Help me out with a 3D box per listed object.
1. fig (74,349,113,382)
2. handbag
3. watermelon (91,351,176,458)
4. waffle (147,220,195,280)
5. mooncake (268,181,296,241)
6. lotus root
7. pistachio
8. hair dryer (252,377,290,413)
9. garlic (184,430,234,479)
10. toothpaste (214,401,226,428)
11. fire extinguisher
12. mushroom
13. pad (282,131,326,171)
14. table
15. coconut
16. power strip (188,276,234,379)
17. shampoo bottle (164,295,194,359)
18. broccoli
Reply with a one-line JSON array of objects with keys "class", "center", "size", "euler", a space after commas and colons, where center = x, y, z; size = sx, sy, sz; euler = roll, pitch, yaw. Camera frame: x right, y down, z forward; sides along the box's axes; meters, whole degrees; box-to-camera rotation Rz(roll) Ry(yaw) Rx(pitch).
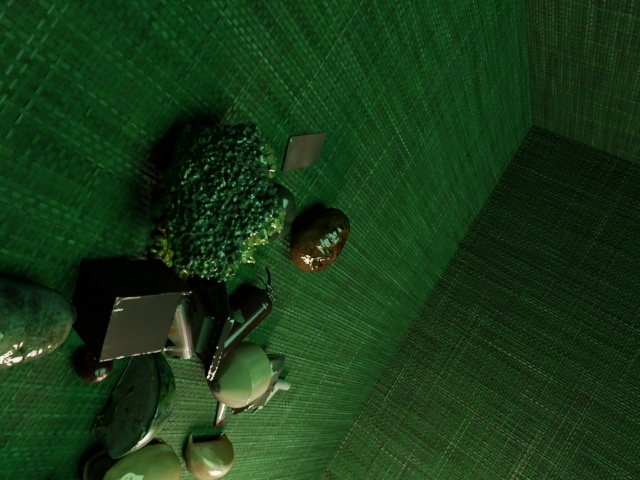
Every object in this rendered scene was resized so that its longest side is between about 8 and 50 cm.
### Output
[{"class": "fig", "center": [-0.561, 0.318, 1.406], "size": [0.089, 0.089, 0.125], "euler": [-32, 164, -42]}, {"class": "handbag", "center": [-0.227, 0.523, 2.111], "size": [0.183, 0.117, 0.270], "euler": [2, 116, -45]}, {"class": "watermelon", "center": [-0.488, 0.432, 1.572], "size": [0.305, 0.180, 0.224], "euler": [-64, -163, 0]}, {"class": "waffle", "center": [-0.344, 0.007, 1.485], "size": [0.232, 0.051, 0.228], "euler": [-27, 135, -48]}, {"class": "mooncake", "center": [-0.148, -0.082, 1.671], "size": [0.168, 0.104, 0.175], "euler": [-48, 148, -10]}, {"class": "lotus root", "center": [-0.595, 0.153, 1.077], "size": [0.349, 0.175, 0.175], "euler": [5, 112, -64]}, {"class": "pistachio", "center": [-0.536, 0.668, 1.658], "size": [0.299, 0.187, 0.187], "euler": [21, 98, -53]}, {"class": "hair dryer", "center": [-0.212, 0.643, 2.344], "size": [0.183, 0.044, 0.155], "euler": [-53, 151, -3]}, {"class": "garlic", "center": [-0.409, 0.783, 2.075], "size": [0.245, 0.146, 0.164], "euler": [44, 46, -61]}, {"class": "toothpaste", "center": [-0.357, 0.612, 2.074], "size": [0.048, 0.031, 0.190], "euler": [-32, 145, -47]}, {"class": "fire extinguisher", "center": [-0.256, 0.235, 1.790], "size": [0.337, 0.114, 0.135], "euler": [-43, 122, -28]}, {"class": "mushroom", "center": [0.000, 0.000, 1.954], "size": [0.253, 0.153, 0.253], "euler": [-43, 158, -22]}, {"class": "pad", "center": [-0.049, -0.273, 1.752], "size": [0.188, 0.006, 0.113], "euler": [-22, 134, -52]}, {"class": "table", "center": [-0.437, 0.148, 1.312], "size": [0.193, 0.172, 0.169], "euler": [-2, 119, -47]}, {"class": "coconut", "center": [-0.274, 0.437, 1.858], "size": [0.222, 0.202, 0.202], "euler": [-11, 126, -58]}, {"class": "power strip", "center": [-0.309, 0.204, 1.552], "size": [0.092, 0.251, 0.257], "euler": [3, 129, -27]}, {"class": "shampoo bottle", "center": [-0.402, 0.238, 1.572], "size": [0.056, 0.086, 0.227], "euler": [-73, 170, -47]}, {"class": "broccoli", "center": [-0.222, -0.108, 1.309], "size": [0.277, 0.317, 0.338], "euler": [-14, 107, -2]}]
